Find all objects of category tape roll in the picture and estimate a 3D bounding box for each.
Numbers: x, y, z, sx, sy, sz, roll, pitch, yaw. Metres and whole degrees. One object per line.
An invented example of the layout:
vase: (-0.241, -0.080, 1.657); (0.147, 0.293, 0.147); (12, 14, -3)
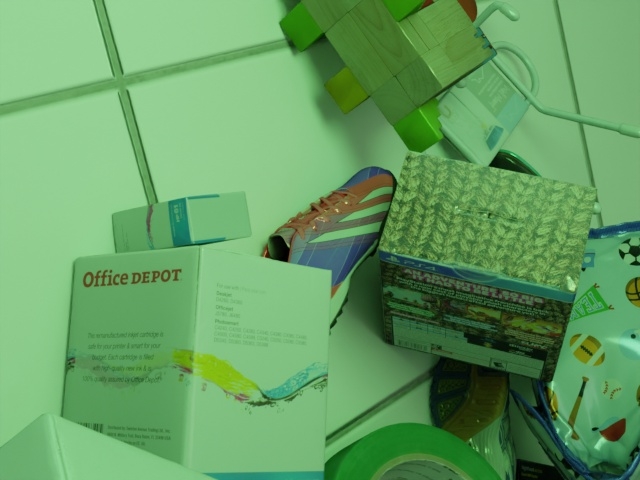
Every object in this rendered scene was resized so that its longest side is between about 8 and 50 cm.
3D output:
tape roll: (0.124, 0.391, 1.418); (0.321, 0.077, 0.321); (19, 53, -27)

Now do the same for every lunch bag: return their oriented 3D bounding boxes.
lunch bag: (0.411, 0.217, 1.655); (0.328, 0.239, 0.385); (55, 32, -56)

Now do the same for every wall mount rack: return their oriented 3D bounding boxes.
wall mount rack: (0.304, -0.181, 1.686); (0.304, 0.130, 0.350); (44, 51, -6)

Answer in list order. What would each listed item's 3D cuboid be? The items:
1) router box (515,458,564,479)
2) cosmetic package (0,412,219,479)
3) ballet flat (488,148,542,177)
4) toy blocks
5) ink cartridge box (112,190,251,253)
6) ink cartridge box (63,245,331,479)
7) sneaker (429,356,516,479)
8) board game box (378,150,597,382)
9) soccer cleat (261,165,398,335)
router box: (0.335, 0.415, 1.770); (0.179, 0.046, 0.133); (20, 70, -46)
cosmetic package: (-0.156, 0.398, 0.882); (0.393, 0.329, 0.327); (37, 21, -48)
ballet flat: (0.338, -0.030, 1.791); (0.280, 0.095, 0.096); (40, 66, -38)
toy blocks: (0.102, -0.328, 1.474); (0.381, 0.190, 0.261); (54, 42, -1)
ink cartridge box: (-0.149, -0.017, 1.211); (0.088, 0.122, 0.052); (-8, 88, -49)
ink cartridge box: (-0.126, 0.153, 1.160); (0.197, 0.198, 0.270); (12, 78, -47)
sneaker: (0.226, 0.274, 1.640); (0.131, 0.112, 0.296); (23, 69, -64)
board game box: (0.205, 0.041, 1.435); (0.291, 0.232, 0.141); (81, 24, -62)
soccer cleat: (0.000, 0.000, 1.399); (0.116, 0.108, 0.318); (45, 52, -18)
